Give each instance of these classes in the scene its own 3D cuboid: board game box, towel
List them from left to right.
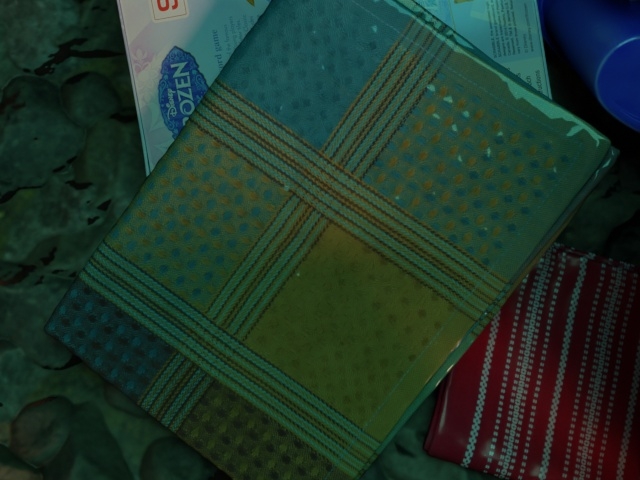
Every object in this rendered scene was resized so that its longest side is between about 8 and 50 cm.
[{"bbox_3d":[-0.003,-0.226,1.056,0.318,0.066,0.319,-9,96,4],"label":"board game box"},{"bbox_3d":[0.000,0.000,1.019,0.271,0.040,0.370,38,99,6],"label":"towel"},{"bbox_3d":[0.230,0.110,1.078,0.274,0.031,0.199,16,74,0],"label":"towel"}]

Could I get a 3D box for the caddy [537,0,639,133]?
[{"bbox_3d":[0.333,-0.213,1.073,0.341,0.241,0.179,0,31,-5],"label":"caddy"}]
